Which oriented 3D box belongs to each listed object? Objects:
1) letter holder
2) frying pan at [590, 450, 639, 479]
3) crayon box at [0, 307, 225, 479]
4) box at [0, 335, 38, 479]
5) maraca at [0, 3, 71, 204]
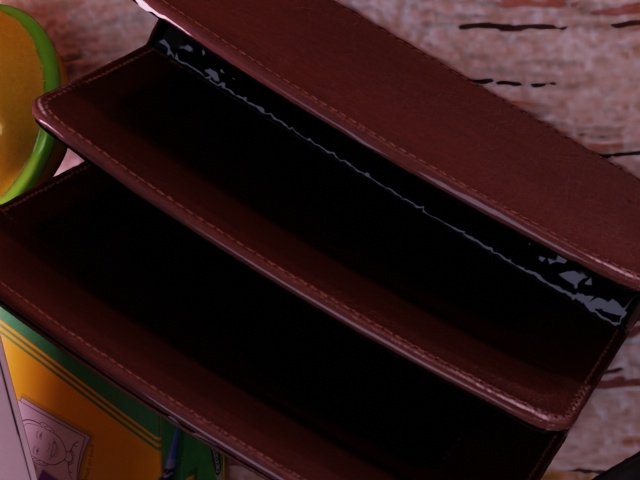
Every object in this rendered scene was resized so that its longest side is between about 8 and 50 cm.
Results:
[{"bbox_3d":[0.000,0.000,0.937,0.302,0.214,0.152,31,115,9],"label":"letter holder"},{"bbox_3d":[0.256,0.078,0.909,0.197,0.053,0.326,36,96,1],"label":"frying pan"},{"bbox_3d":[-0.143,0.136,1.098,0.165,0.081,0.278,10,114,23],"label":"crayon box"},{"bbox_3d":[-0.173,0.137,0.930,0.058,0.232,0.322,-17,116,-17],"label":"box"},{"bbox_3d":[-0.208,-0.063,1.062,0.186,0.099,0.127,-12,72,38],"label":"maraca"}]
